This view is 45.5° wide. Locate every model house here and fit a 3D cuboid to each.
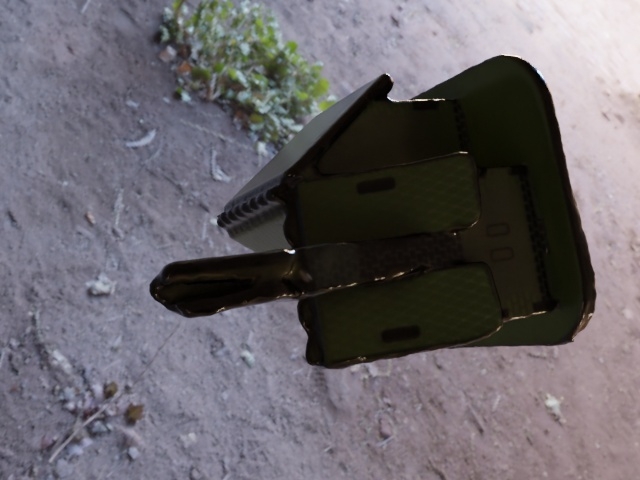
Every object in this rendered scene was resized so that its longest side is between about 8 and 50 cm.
[{"bbox_3d":[0.000,0.000,0.518,0.278,0.218,0.205,-10,86,-28],"label":"model house"}]
